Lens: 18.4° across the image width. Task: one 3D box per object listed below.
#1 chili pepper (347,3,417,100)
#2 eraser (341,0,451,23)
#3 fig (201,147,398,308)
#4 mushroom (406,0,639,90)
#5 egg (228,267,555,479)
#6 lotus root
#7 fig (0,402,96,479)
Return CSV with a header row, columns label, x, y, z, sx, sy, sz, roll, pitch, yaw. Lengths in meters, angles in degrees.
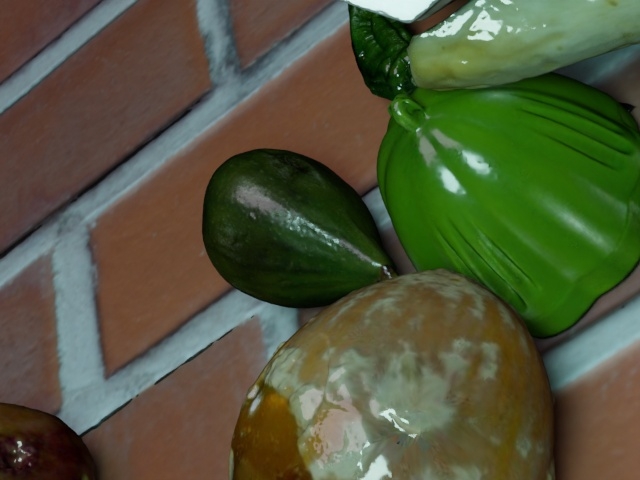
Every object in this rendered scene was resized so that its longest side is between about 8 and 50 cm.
label,x,y,z,sx,sy,sz,roll,pitch,yaw
chili pepper,0.058,-0.166,1.504,0.073,0.050,0.182,-37,38,34
eraser,0.101,-0.217,1.269,0.213,0.082,0.397,-39,2,11
fig,0.000,0.000,1.405,0.177,0.117,0.117,17,76,34
mushroom,0.209,-0.173,1.198,0.333,0.107,0.087,-14,3,4
egg,0.045,0.125,1.187,0.195,0.195,0.233,14,75,51
lotus root,0.102,-0.049,1.272,0.186,0.186,0.186,-27,45,32
fig,-0.280,0.222,1.530,0.257,0.159,0.159,-39,37,47
